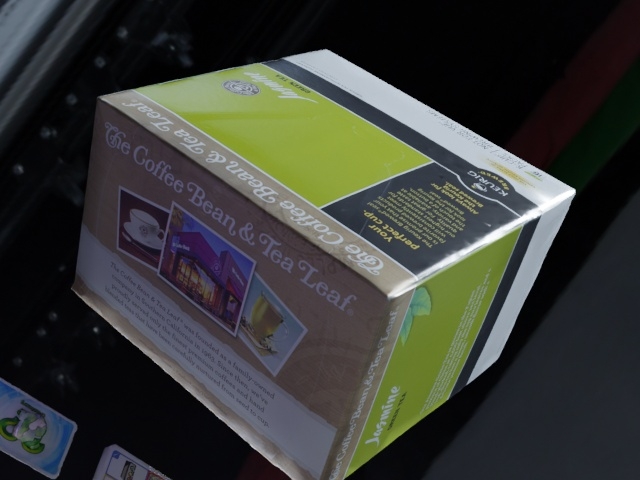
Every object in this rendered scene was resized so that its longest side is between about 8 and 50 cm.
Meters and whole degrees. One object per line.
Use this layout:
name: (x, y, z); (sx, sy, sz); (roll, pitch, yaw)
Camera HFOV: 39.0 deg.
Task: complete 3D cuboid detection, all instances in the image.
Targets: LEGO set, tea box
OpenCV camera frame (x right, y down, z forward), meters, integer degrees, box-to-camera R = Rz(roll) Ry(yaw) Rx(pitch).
LEGO set: (-0.223, 0.204, 0.637); (0.060, 0.183, 0.244); (-31, -58, 35)
tea box: (0.000, 0.000, 0.856); (0.323, 0.329, 0.220); (-22, -42, -47)
